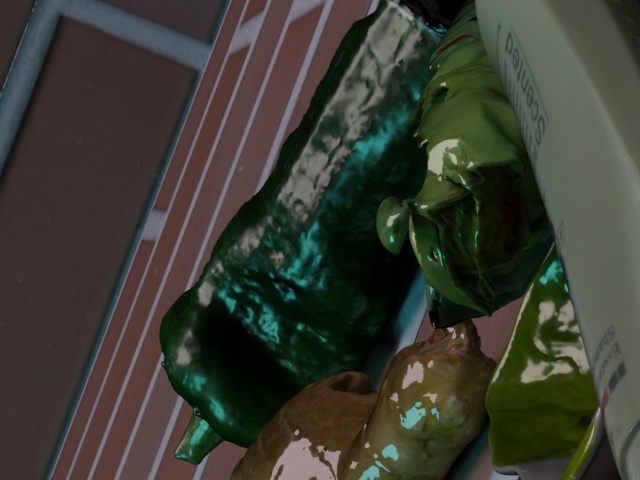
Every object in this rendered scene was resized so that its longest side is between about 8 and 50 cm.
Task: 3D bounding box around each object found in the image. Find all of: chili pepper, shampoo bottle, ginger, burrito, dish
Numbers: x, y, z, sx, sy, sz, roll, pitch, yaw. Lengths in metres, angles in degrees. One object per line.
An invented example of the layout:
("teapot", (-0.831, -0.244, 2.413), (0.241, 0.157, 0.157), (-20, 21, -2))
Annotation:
("chili pepper", (0.000, 0.000, 0.960), (0.270, 0.099, 0.136), (-62, 21, 17))
("shampoo bottle", (0.083, -0.002, 0.508), (0.212, 0.049, 0.072), (-102, 2, -47))
("ginger", (0.019, 0.083, 0.800), (0.165, 0.067, 0.096), (-47, 20, 31))
("burrito", (0.065, -0.029, 0.710), (0.288, 0.054, 0.104), (-60, -31, -71))
("dish", (0.087, 0.040, 0.584), (0.137, 0.039, 0.091), (-85, 19, -66))
